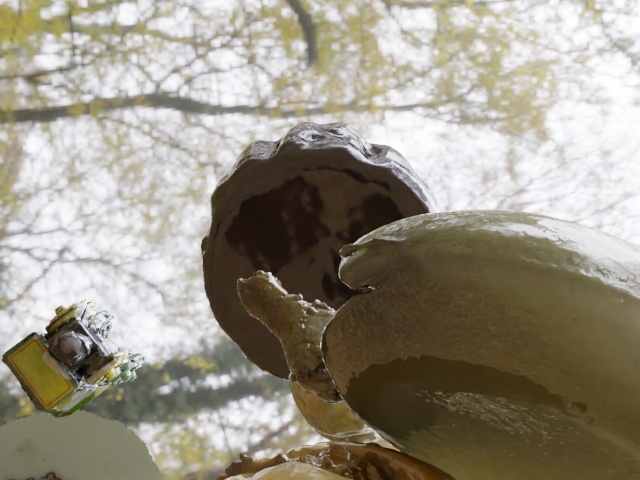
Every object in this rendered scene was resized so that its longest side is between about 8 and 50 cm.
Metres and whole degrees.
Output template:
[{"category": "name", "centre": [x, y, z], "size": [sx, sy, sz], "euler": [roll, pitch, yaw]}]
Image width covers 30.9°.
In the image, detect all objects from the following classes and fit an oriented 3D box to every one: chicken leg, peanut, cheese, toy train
[{"category": "chicken leg", "centre": [-0.013, 0.087, 1.086], "size": [0.198, 0.069, 0.085], "euler": [38, -97, 33]}, {"category": "peanut", "centre": [0.039, 0.181, 1.446], "size": [0.313, 0.152, 0.152], "euler": [65, 6, -81]}, {"category": "cheese", "centre": [0.095, 0.061, 0.523], "size": [0.175, 0.202, 0.091], "euler": [-29, -148, 46]}, {"category": "toy train", "centre": [-0.174, 0.087, 0.816], "size": [0.060, 0.081, 0.202], "euler": [52, -7, 3]}]

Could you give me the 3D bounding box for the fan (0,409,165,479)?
[{"category": "fan", "centre": [-0.328, 0.243, 1.068], "size": [0.012, 0.415, 0.233], "euler": [20, -90, 67]}]

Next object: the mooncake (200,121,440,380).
[{"category": "mooncake", "centre": [0.000, 0.000, 1.795], "size": [0.212, 0.381, 0.350], "euler": [-86, 151, -71]}]

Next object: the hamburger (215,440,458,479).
[{"category": "hamburger", "centre": [0.007, 0.188, 0.493], "size": [0.214, 0.108, 0.213], "euler": [8, -78, 37]}]
